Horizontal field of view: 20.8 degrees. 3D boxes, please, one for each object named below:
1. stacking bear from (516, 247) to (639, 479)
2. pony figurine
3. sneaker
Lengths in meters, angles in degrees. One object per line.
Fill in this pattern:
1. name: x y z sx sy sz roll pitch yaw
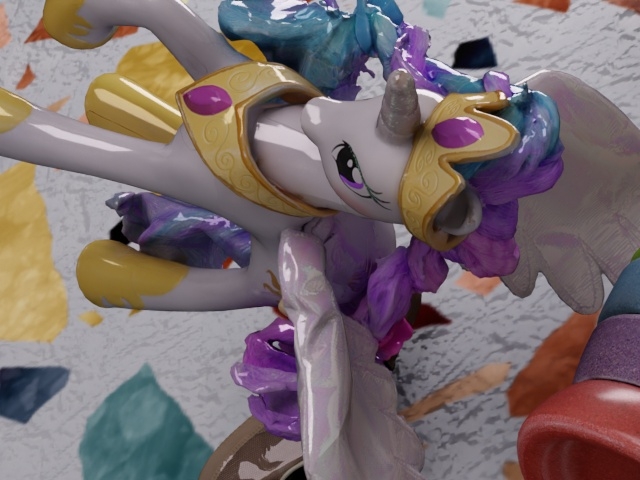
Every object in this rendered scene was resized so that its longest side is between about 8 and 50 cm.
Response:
1. stacking bear: 0.239 0.028 0.858 0.175 0.164 0.289 17 62 45
2. pony figurine: 0.000 0.000 0.897 0.363 0.351 0.302 13 65 38
3. sneaker: 0.011 0.104 1.043 0.071 0.066 0.188 36 83 30
